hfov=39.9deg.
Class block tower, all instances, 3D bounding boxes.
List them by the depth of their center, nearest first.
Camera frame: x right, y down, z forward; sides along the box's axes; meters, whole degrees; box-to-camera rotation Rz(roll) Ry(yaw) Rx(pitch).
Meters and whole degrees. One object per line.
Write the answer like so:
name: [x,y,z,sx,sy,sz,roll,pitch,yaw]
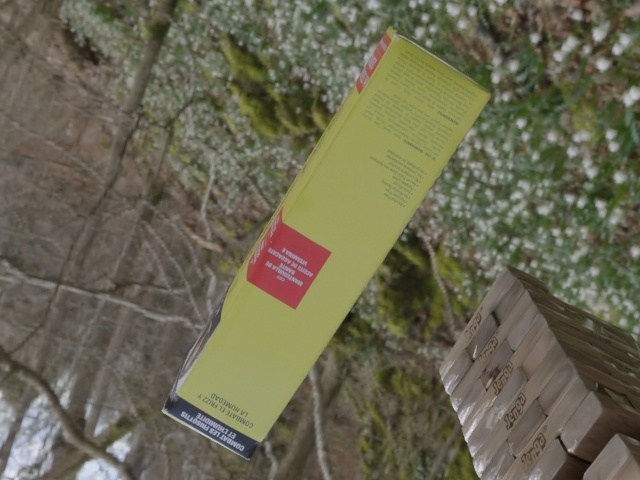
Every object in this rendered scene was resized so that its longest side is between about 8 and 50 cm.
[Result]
block tower: [0.146,0.130,0.424,0.097,0.091,0.335,26,-162,-14]

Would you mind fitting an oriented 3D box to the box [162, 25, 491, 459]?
box: [0.000,0.000,0.477,0.058,0.232,0.087,31,-164,-7]
